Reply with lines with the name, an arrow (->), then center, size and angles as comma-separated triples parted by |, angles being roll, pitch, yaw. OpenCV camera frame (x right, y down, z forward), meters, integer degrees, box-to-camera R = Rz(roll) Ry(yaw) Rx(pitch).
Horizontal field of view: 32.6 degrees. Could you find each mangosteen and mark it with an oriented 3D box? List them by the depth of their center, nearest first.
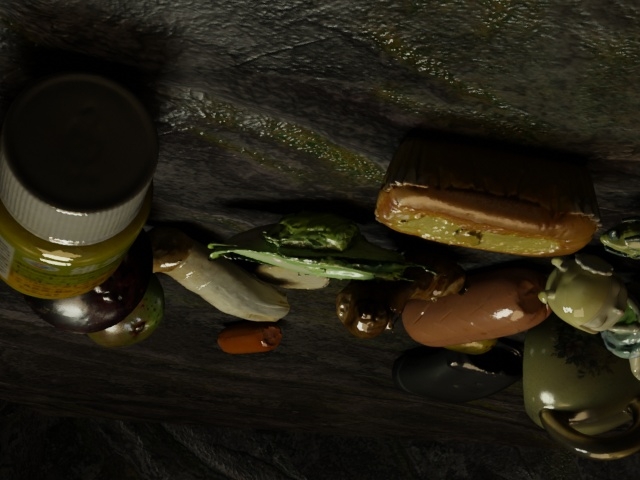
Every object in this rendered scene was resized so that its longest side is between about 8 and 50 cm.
mangosteen -> -0.404, 0.032, 1.821 | 0.228, 0.228, 0.265 | 25, 180, -43

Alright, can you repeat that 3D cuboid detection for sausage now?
sausage -> 0.283, 0.120, 1.962 | 0.121, 0.121, 0.304 | 20, 156, -34
sausage -> -0.165, 0.222, 2.505 | 0.076, 0.076, 0.197 | 20, 159, -35

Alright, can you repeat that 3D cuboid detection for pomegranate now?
pomegranate -> -0.402, 0.107, 2.134 | 0.209, 0.180, 0.180 | 41, -173, 39

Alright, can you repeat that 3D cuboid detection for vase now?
vase -> 0.532, 0.283, 2.047 | 0.302, 0.329, 0.241 | 1, 129, 16

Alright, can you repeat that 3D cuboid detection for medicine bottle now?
medicine bottle -> -0.338, -0.066, 1.457 | 0.224, 0.225, 0.384 | 12, 161, -15

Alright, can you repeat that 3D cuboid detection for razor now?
razor -> 0.310, 0.300, 2.506 | 0.204, 0.114, 0.349 | 16, 160, -19

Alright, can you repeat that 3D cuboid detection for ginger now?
ginger -> 0.123, 0.085, 1.805 | 0.133, 0.107, 0.309 | 35, -143, 29

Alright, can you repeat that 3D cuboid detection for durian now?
durian -> 0.000, 0.007, 1.741 | 0.374, 0.107, 0.132 | 4, 163, 10

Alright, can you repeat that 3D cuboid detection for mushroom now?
mushroom -> -0.190, 0.069, 2.001 | 0.122, 0.095, 0.351 | 5, 162, 39

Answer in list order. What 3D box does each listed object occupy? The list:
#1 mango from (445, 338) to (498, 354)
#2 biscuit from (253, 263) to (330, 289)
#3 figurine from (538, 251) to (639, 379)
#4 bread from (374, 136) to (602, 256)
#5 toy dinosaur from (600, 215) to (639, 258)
mango -> 0.291, 0.194, 2.259 | 0.161, 0.076, 0.103 | 1, 169, 44
biscuit -> -0.055, 0.069, 2.084 | 0.152, 0.020, 0.152 | 6, 161, 2
figurine -> 0.516, 0.128, 1.865 | 0.394, 0.227, 0.274 | 24, -176, -27
bread -> 0.218, -0.057, 1.459 | 0.288, 0.119, 0.152 | 9, 158, -7
toy dinosaur -> 0.536, -0.008, 1.550 | 0.259, 0.094, 0.153 | -10, 160, 21
